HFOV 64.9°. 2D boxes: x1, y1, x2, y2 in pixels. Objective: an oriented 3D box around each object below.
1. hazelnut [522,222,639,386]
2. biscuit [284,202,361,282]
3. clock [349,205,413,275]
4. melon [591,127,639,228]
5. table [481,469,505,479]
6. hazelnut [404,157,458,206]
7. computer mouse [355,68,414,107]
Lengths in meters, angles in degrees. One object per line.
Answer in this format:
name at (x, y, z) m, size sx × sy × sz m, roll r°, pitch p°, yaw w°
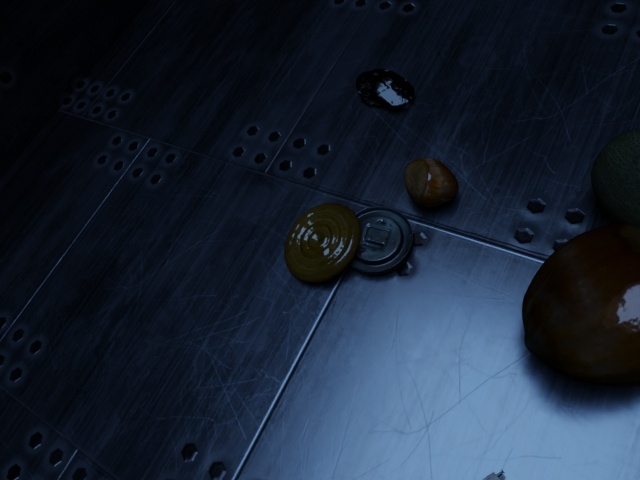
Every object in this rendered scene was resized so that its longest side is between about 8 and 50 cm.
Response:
hazelnut at (0.619, 0.145, 1.057) m, size 0.366 × 0.365 × 0.365 m, roll -8°, pitch 60°, yaw 14°
biscuit at (0.000, -0.001, 1.476) m, size 0.262 × 0.037 × 0.261 m, roll -17°, pitch 55°, yaw 26°
clock at (0.161, 0.001, 1.451) m, size 0.215 × 0.042 × 0.214 m, roll -8°, pitch 60°, yaw 14°
melon at (0.801, -0.127, 1.194) m, size 0.238 × 0.237 × 0.301 m, roll -31°, pitch 59°, yaw 0°
table at (0.374, 0.541, 1.064) m, size 0.082 × 0.070 × 0.083 m, roll -35°, pitch 56°, yaw -2°
hazelnut at (0.320, -0.171, 1.441) m, size 0.150 × 0.150 × 0.150 m, roll -8°, pitch 60°, yaw 14°
computer mouse at (0.212, -0.523, 1.705) m, size 0.242 × 0.077 × 0.146 m, roll 36°, pitch 79°, yaw 31°
